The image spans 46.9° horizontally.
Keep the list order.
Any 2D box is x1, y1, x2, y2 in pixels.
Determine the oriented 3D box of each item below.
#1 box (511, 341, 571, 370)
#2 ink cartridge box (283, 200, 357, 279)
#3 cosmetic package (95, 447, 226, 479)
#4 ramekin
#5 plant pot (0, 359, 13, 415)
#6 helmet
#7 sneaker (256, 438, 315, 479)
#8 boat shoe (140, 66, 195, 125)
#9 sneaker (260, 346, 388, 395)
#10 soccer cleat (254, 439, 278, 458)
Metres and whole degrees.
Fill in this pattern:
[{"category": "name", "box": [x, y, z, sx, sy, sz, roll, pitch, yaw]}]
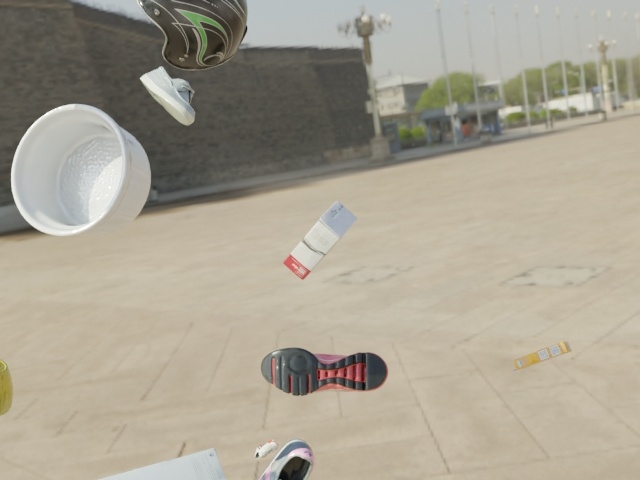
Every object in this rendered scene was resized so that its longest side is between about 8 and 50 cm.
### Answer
[{"category": "box", "box": [0.499, 0.265, 1.681, 0.136, 0.028, 0.081, -24, -16, 21]}, {"category": "ink cartridge box", "box": [0.000, 0.000, 1.434, 0.135, 0.056, 0.099, -49, -1, 36]}, {"category": "cosmetic package", "box": [-0.375, 0.628, 1.616, 0.285, 0.377, 0.097, -7, 45, -25]}, {"category": "ramekin", "box": [-0.499, -0.137, 1.567, 0.277, 0.277, 0.135, -7, -10, 16]}, {"category": "plant pot", "box": [-0.747, 0.317, 1.648, 0.134, 0.095, 0.134, 22, 14, -6]}, {"category": "helmet", "box": [-0.201, -0.372, 1.173, 0.170, 0.169, 0.161, -9, -34, -6]}, {"category": "sneaker", "box": [-0.124, 0.675, 1.947, 0.112, 0.319, 0.131, 33, -10, -10]}, {"category": "boat shoe", "box": [-0.346, -0.351, 1.738, 0.081, 0.079, 0.227, -41, 51, -8]}, {"category": "sneaker", "box": [0.010, 0.336, 1.826, 0.314, 0.115, 0.136, 3, -17, 6]}, {"category": "soccer cleat", "box": [-0.127, 0.493, 1.731, 0.083, 0.029, 0.035, -32, 19, 45]}]
